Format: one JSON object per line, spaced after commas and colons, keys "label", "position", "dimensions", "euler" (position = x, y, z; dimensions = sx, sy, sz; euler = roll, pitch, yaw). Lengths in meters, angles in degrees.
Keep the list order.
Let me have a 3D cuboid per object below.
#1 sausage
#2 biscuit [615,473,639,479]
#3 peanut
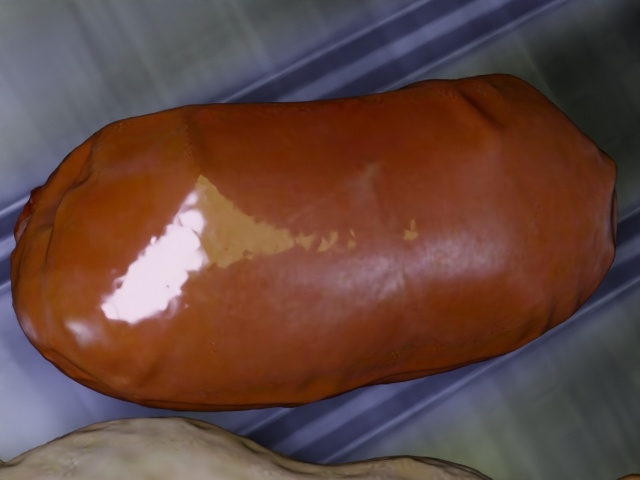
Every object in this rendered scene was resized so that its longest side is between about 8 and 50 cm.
{"label": "sausage", "position": [0.000, 0.003, 0.817], "dimensions": [0.258, 0.133, 0.133], "euler": [-8, 81, -21]}
{"label": "biscuit", "position": [0.107, 0.212, 0.809], "dimensions": [0.208, 0.047, 0.164], "euler": [-58, 141, -18]}
{"label": "peanut", "position": [-0.033, 0.128, 0.793], "dimensions": [0.263, 0.101, 0.117], "euler": [13, 56, -13]}
